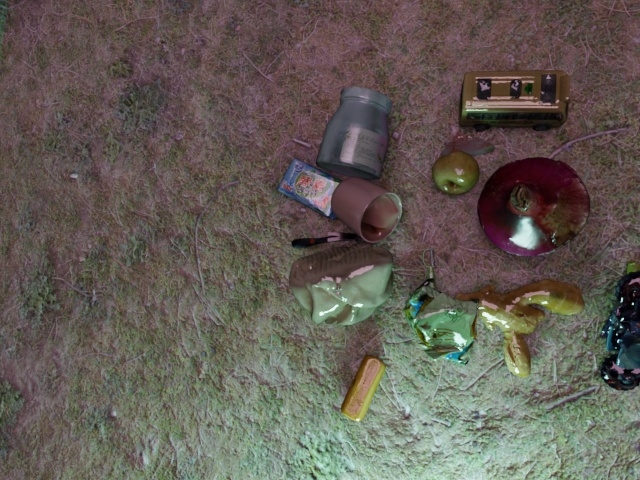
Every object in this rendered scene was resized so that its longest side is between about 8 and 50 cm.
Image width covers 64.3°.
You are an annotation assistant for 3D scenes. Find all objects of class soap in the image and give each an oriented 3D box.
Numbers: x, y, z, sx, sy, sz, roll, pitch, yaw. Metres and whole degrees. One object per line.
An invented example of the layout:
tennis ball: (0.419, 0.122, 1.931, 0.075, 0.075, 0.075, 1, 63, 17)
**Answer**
soap: (-0.026, -0.201, 1.969, 0.293, 0.077, 0.156, 27, 91, 14)

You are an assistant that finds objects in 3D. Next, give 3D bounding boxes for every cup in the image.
cup: (0.180, -0.123, 1.844, 0.200, 0.253, 0.191, 39, 124, 45)

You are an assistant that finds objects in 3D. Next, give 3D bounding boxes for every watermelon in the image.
watermelon: (0.539, -0.351, 1.851, 0.180, 0.094, 0.081, -2, 80, -2)

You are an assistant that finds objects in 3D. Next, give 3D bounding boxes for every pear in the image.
pear: (0.482, -0.242, 1.809, 0.167, 0.167, 0.136, 20, 62, 15)

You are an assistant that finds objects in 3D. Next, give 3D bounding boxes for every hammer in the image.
hammer: (0.000, 0.000, 1.892, 0.290, 0.137, 0.037, -7, 81, 39)

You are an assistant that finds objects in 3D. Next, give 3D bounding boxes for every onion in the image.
onion: (0.671, -0.116, 1.641, 0.348, 0.385, 0.348, -3, 84, 30)

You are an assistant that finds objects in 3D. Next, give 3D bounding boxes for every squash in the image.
squash: (1.060, 0.163, 1.675, 0.066, 0.066, 0.201, -16, 79, 11)

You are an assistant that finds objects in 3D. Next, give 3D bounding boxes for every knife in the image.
knife: (0.395, 0.135, 1.862, 0.054, 0.015, 0.212, -5, 83, 13)

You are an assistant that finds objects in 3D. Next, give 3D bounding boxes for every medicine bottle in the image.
medicine bottle: (0.133, -0.389, 1.868, 0.245, 0.245, 0.290, 13, 87, 14)

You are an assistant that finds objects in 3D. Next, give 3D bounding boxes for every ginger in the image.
ginger: (0.665, 0.230, 1.735, 0.348, 0.122, 0.363, 38, 103, 6)

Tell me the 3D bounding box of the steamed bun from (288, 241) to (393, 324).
steamed bun: (0.081, 0.164, 1.786, 0.367, 0.342, 0.255, -12, 103, 0)

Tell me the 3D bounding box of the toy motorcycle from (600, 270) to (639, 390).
toy motorcycle: (1.029, 0.294, 1.601, 0.232, 0.172, 0.416, 3, 106, 12)

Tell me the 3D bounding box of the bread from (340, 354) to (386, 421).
bread: (0.159, 0.530, 1.844, 0.092, 0.074, 0.239, 25, 89, 17)

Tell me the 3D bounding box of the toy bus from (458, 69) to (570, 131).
toy bus: (0.674, -0.490, 1.772, 0.365, 0.202, 0.177, 3, 83, 13)

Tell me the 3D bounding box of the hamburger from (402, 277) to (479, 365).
hamburger: (0.399, 0.289, 1.734, 0.276, 0.150, 0.260, 24, 117, 22)
